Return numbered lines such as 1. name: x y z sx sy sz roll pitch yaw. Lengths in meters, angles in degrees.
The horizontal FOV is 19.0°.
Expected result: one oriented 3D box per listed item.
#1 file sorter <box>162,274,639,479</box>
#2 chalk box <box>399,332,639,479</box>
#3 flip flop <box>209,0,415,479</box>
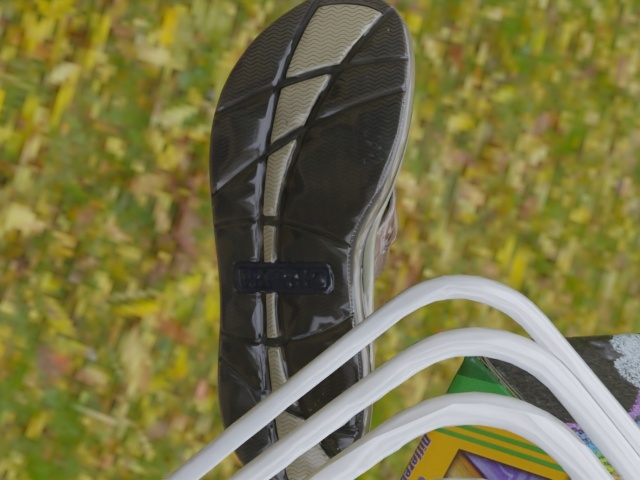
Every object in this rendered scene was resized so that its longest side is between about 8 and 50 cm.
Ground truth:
1. file sorter: 0.025 0.139 0.418 0.173 0.193 0.278 -39 -176 10
2. chalk box: 0.179 0.202 0.928 0.180 0.289 0.179 0 127 -39
3. flip flop: 0.000 0.000 1.072 0.080 0.112 0.277 -13 106 -71
